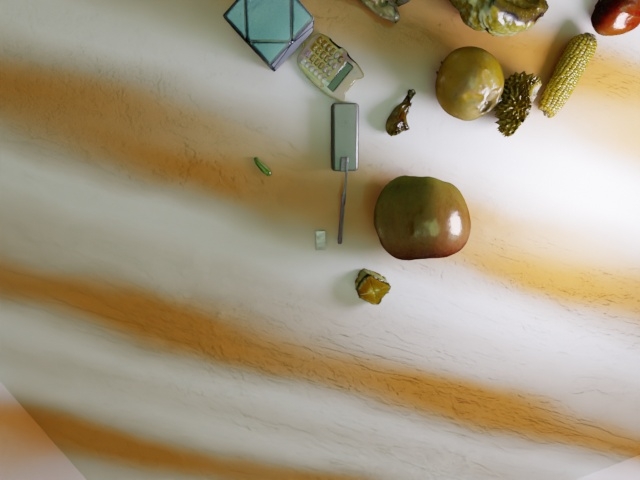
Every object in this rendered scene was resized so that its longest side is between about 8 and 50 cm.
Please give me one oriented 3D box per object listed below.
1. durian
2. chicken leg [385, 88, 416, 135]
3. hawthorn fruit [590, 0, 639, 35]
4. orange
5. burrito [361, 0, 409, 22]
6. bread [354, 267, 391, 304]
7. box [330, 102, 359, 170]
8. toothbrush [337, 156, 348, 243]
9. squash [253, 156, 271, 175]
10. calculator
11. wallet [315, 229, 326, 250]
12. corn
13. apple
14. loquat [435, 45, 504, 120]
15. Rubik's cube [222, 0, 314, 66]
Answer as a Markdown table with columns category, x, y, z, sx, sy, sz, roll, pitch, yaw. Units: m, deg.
| category | x | y | z | sx | sy | sz | roll | pitch | yaw |
| --- | --- | --- | --- | --- | --- | --- | --- | --- | --- |
| durian | 0.671 | -0.479 | 1.447 | 0.138 | 0.183 | 0.249 | 32 | 59 | -11 |
| chicken leg | 0.302 | -0.462 | 1.507 | 0.093 | 0.070 | 0.178 | 22 | 95 | -15 |
| hawthorn fruit | 1.024 | -0.769 | 1.386 | 0.194 | 0.157 | 0.157 | 3 | 107 | 0 |
| orange | 0.529 | -0.808 | 1.317 | 0.368 | 0.210 | 0.271 | 48 | 62 | -16 |
| burrito | 0.152 | -0.861 | 1.327 | 0.332 | 0.135 | 0.190 | 20 | 141 | -12 |
| bread | 0.206 | 0.192 | 1.698 | 0.140 | 0.069 | 0.128 | 25 | 106 | -13 |
| box | 0.089 | -0.380 | 1.524 | 0.103 | 0.055 | 0.243 | -1 | 108 | -2 |
| toothbrush | 0.081 | -0.145 | 1.580 | 0.029 | 0.024 | 0.354 | 4 | 118 | 3 |
| squash | -0.220 | -0.278 | 1.560 | 0.027 | 0.027 | 0.089 | -43 | 102 | 11 |
| calculator | 0.029 | -0.614 | 1.463 | 0.236 | 0.033 | 0.157 | 40 | 103 | -10 |
| wallet | 0.000 | 0.000 | 1.661 | 0.044 | 0.011 | 0.083 | -2 | 107 | -2 |
| corn | 0.871 | -0.584 | 1.472 | 0.106 | 0.106 | 0.293 | 22 | 108 | -9 |
| apple | 0.366 | -0.085 | 1.498 | 0.339 | 0.338 | 0.305 | -6 | 88 | 0 |
| loquat | 0.498 | -0.536 | 1.411 | 0.244 | 0.244 | 0.243 | -1 | 107 | -2 |
| Rubik's cube | -0.158 | -0.702 | 1.336 | 0.205 | 0.207 | 0.205 | -43 | 103 | 10 |
